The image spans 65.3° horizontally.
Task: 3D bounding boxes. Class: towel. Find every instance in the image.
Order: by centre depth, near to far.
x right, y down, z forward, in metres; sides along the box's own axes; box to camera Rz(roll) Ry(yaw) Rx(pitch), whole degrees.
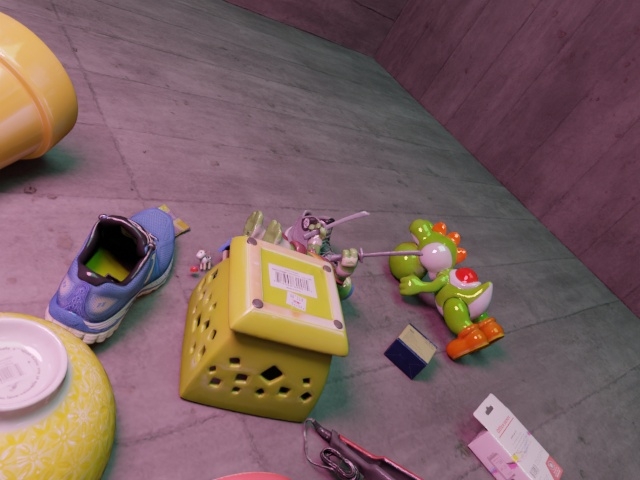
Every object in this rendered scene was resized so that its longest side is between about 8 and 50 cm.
[{"bbox_3d":[-0.316,-0.041,1.037,0.083,0.009,0.060,41,32,10],"label":"towel"}]

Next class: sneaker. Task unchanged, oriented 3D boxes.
[{"bbox_3d":[-0.310,0.021,0.822,0.129,0.147,0.330,29,26,-11],"label":"sneaker"},{"bbox_3d":[0.006,0.019,1.143,0.086,0.132,0.229,-6,49,-47],"label":"sneaker"}]

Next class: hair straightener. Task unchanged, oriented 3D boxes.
[{"bbox_3d":[0.059,0.351,0.772,0.230,0.047,0.089,28,25,27],"label":"hair straightener"}]

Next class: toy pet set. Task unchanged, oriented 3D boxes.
[{"bbox_3d":[-0.175,0.029,0.979,0.122,0.065,0.114,6,6,17],"label":"toy pet set"}]

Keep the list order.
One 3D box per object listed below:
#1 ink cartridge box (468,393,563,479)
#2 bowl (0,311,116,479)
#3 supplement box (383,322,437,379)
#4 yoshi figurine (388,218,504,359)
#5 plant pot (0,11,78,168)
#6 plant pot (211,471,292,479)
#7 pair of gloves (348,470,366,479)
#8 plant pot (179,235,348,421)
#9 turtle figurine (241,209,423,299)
[{"bbox_3d":[0.381,0.425,1.014,0.115,0.067,0.198,-13,57,-51],"label":"ink cartridge box"},{"bbox_3d":[-0.363,0.178,0.558,0.289,0.156,0.290,24,33,-17],"label":"bowl"},{"bbox_3d":[0.199,0.242,1.097,0.083,0.056,0.083,42,32,11],"label":"supplement box"},{"bbox_3d":[0.299,0.126,1.292,0.202,0.204,0.362,-21,70,-8],"label":"yoshi figurine"},{"bbox_3d":[-0.579,-0.211,0.815,0.253,0.254,0.239,29,47,-10],"label":"plant pot"},{"bbox_3d":[-0.069,0.386,0.473,0.274,0.275,0.243,14,26,-30],"label":"plant pot"},{"bbox_3d":[0.100,0.463,0.720,0.204,0.042,0.240,34,30,-1],"label":"pair of gloves"},{"bbox_3d":[-0.087,0.134,0.830,0.228,0.207,0.227,19,35,-23],"label":"plant pot"},{"bbox_3d":[0.000,0.000,1.003,0.266,0.274,0.198,26,34,-35],"label":"turtle figurine"}]
